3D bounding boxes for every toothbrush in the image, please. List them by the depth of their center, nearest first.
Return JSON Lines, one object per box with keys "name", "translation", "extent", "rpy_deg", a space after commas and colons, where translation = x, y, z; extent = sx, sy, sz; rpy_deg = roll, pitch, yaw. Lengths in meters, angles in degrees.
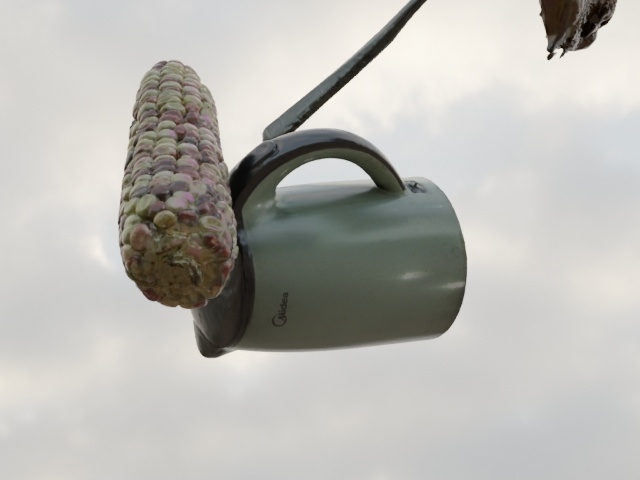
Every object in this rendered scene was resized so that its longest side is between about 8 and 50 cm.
{"name": "toothbrush", "translation": [0.050, -0.198, 1.283], "extent": [0.297, 0.030, 0.030], "rpy_deg": [-42, -62, -6]}

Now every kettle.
{"name": "kettle", "translation": [0.000, 0.000, 1.105], "extent": [0.236, 0.161, 0.221], "rpy_deg": [-4, -59, -28]}

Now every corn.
{"name": "corn", "translation": [-0.113, -0.055, 0.963], "extent": [0.092, 0.280, 0.092], "rpy_deg": [-3, -52, -3]}

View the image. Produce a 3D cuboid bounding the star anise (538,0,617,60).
{"name": "star anise", "translation": [0.257, -0.263, 1.017], "extent": [0.346, 0.237, 0.148], "rpy_deg": [-4, -17, 1]}
